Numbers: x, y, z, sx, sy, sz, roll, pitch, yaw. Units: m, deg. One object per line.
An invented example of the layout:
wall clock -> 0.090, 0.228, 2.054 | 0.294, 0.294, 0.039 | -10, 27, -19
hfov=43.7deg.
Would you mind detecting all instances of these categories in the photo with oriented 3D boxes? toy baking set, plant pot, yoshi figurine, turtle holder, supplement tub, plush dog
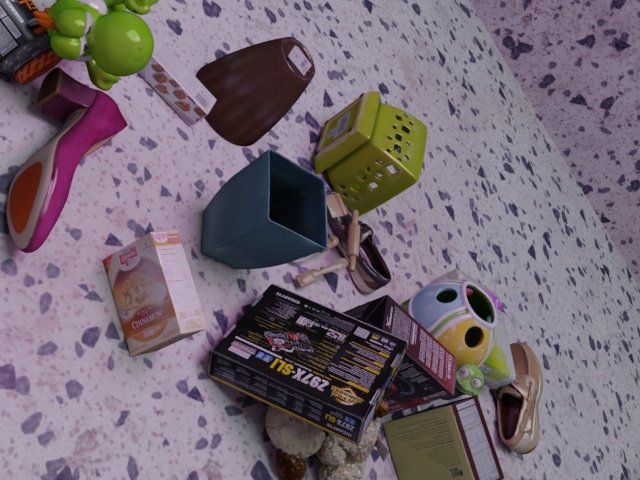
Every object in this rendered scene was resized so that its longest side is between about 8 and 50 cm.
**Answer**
toy baking set -> 0.006, 0.000, 1.898 | 0.197, 0.030, 0.256 | 10, 66, -23
plant pot -> -0.130, -0.361, 1.824 | 0.215, 0.230, 0.215 | 30, 47, -39
yoshi figurine -> -0.370, -0.379, 1.443 | 0.362, 0.203, 0.203 | -92, 167, -64
turtle holder -> 0.309, 0.233, 1.972 | 0.243, 0.227, 0.320 | 46, 31, -2
supplement tub -> -0.546, -0.377, 1.401 | 0.190, 0.117, 0.117 | 55, 36, -14
plant pot -> -0.127, -0.040, 1.630 | 0.166, 0.234, 0.165 | 27, 50, -40
plush dog -> -0.003, 0.368, 1.606 | 0.225, 0.210, 0.262 | 1, 67, -27
plant pot -> 0.122, -0.239, 2.087 | 0.207, 0.227, 0.228 | 39, 43, -23

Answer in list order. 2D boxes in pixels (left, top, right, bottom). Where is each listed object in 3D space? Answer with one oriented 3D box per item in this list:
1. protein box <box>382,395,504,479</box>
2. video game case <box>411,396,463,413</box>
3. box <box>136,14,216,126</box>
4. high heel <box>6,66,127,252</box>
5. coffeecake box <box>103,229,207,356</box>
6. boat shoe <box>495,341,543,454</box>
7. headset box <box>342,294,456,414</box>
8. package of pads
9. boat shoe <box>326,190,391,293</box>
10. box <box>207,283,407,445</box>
protein box -> 0.285, 0.491, 1.861 | 0.136, 0.200, 0.201 | -1, 71, -52
video game case -> 0.283, 0.361, 2.091 | 0.227, 0.026, 0.206 | -11, 78, -53
box -> -0.357, -0.385, 1.694 | 0.324, 0.063, 0.067 | 46, 38, -24
high heel -> -0.425, -0.121, 1.403 | 0.181, 0.127, 0.377 | 35, 48, -43
coffeecake box -> -0.294, 0.093, 1.413 | 0.068, 0.142, 0.185 | -5, 73, -53
boat shoe -> 0.572, 0.441, 2.327 | 0.110, 0.122, 0.341 | 35, 46, -36
headset box -> 0.152, 0.275, 1.808 | 0.293, 0.218, 0.110 | 42, 41, -27
package of pads -> 0.443, 0.256, 2.280 | 0.229, 0.101, 0.296 | 31, 43, -40
boat shoe -> 0.091, -0.005, 2.008 | 0.103, 0.092, 0.285 | -26, 91, -54
box -> -0.019, 0.232, 1.574 | 0.322, 0.079, 0.257 | 22, 37, 14
